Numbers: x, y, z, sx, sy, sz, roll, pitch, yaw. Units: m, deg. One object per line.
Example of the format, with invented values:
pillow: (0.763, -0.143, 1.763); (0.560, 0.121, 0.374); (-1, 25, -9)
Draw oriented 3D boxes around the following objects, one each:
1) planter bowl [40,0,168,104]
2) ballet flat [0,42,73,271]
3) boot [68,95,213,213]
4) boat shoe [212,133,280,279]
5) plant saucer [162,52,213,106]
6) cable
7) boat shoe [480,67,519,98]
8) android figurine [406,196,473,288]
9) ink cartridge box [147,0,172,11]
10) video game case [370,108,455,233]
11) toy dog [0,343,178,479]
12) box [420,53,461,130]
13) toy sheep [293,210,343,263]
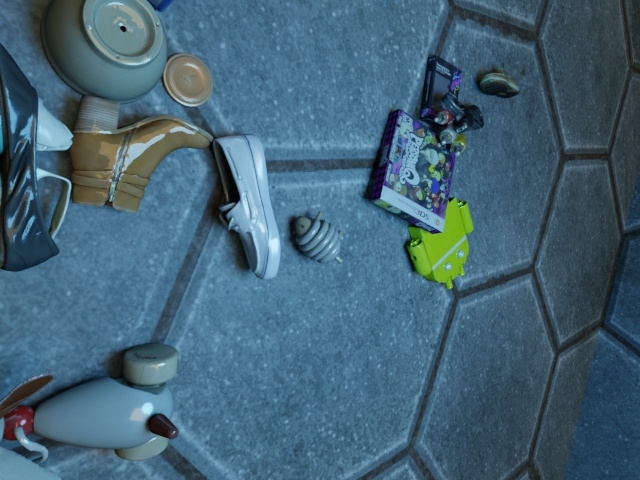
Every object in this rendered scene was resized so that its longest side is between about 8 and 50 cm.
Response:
planter bowl: (-0.280, -0.278, 0.581); (0.162, 0.109, 0.162); (-5, 97, -38)
ballet flat: (-0.377, -0.100, 0.545); (0.096, 0.095, 0.281); (-7, 110, -48)
boot: (-0.266, -0.115, 0.641); (0.197, 0.073, 0.153); (6, 93, -31)
boat shoe: (-0.136, -0.053, 0.744); (0.084, 0.095, 0.258); (-12, 92, -33)
plant saucer: (-0.215, -0.262, 0.696); (0.083, 0.013, 0.084); (-6, 99, -39)
cable: (0.350, -0.313, 1.090); (0.140, 0.072, 0.287); (59, 34, -9)
boat shoe: (0.509, -0.460, 1.225); (0.190, 0.068, 0.072); (-6, 87, -48)
android figurine: (0.321, -0.002, 1.129); (0.248, 0.056, 0.273); (-35, 114, -31)
ink cartridge box: (-0.203, -0.577, 0.580); (0.270, 0.151, 0.396); (38, 73, -36)
video game case: (0.227, -0.159, 1.008); (0.210, 0.041, 0.232); (24, 72, -30)
toy dog: (-0.329, 0.258, 0.572); (0.333, 0.161, 0.220); (-25, 110, -34)
box: (0.309, -0.373, 1.091); (0.116, 0.029, 0.162); (8, 92, -40)
toy sheep: (0.000, 0.000, 0.854); (0.132, 0.091, 0.091); (40, 70, -15)
